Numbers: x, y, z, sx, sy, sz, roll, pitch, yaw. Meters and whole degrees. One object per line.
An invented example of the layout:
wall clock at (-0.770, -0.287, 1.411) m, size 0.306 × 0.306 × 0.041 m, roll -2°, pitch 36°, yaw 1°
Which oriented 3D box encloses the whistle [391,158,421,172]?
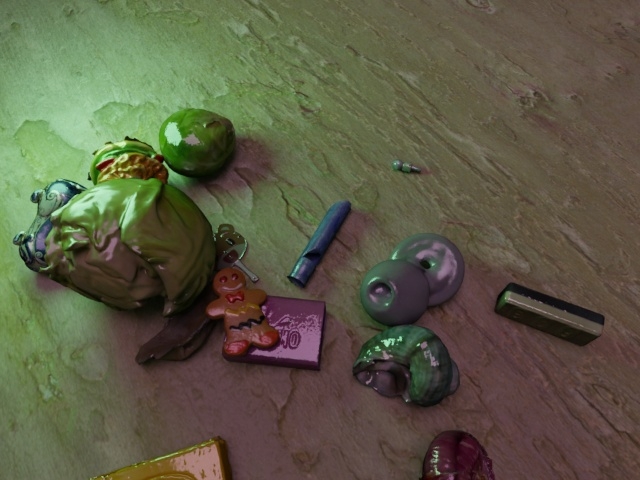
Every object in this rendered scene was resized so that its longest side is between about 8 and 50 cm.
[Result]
whistle at (0.278, -0.240, 1.523) m, size 0.100 × 0.035 × 0.035 m, roll 16°, pitch 64°, yaw 9°

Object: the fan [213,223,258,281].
fan at (-0.266, 0.050, 1.410) m, size 0.227 × 0.008 × 0.152 m, roll 38°, pitch 69°, yaw 21°

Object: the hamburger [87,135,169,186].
hamburger at (-0.569, -0.186, 1.423) m, size 0.237 × 0.237 × 0.149 m, roll -31°, pitch 56°, yaw -13°

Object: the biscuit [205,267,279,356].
biscuit at (-0.213, 0.175, 1.218) m, size 0.166 × 0.036 × 0.249 m, roll -14°, pitch 60°, yaw -20°

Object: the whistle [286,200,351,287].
whistle at (0.000, 0.000, 1.394) m, size 0.062 × 0.062 × 0.304 m, roll 25°, pitch 66°, yaw 15°

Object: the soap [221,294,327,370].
soap at (-0.117, 0.243, 1.259) m, size 0.260 × 0.081 × 0.181 m, roll 6°, pitch 62°, yaw 6°

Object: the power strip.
power strip at (0.603, 0.197, 1.235) m, size 0.257 × 0.105 × 0.070 m, roll 19°, pitch 67°, yaw 13°

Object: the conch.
conch at (0.231, 0.316, 1.161) m, size 0.278 × 0.220 × 0.195 m, roll 17°, pitch 24°, yaw -13°

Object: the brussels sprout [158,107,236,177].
brussels sprout at (-0.393, -0.315, 1.505) m, size 0.245 × 0.244 × 0.243 m, roll -1°, pitch 62°, yaw 2°

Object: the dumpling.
dumpling at (-0.340, 0.234, 1.273) m, size 0.166 × 0.086 × 0.332 m, roll 18°, pitch 60°, yaw 48°

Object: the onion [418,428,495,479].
onion at (0.289, 0.539, 1.037) m, size 0.164 × 0.230 × 0.229 m, roll -12°, pitch 55°, yaw 38°

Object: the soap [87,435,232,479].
soap at (-0.364, 0.598, 1.074) m, size 0.325 × 0.096 × 0.204 m, roll -17°, pitch 63°, yaw -6°

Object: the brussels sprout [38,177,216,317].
brussels sprout at (-0.486, -0.006, 1.263) m, size 0.426 × 0.342 × 0.360 m, roll 12°, pitch 51°, yaw 8°

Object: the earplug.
earplug at (0.244, 0.102, 1.265) m, size 0.326 × 0.175 × 0.214 m, roll -34°, pitch 61°, yaw -27°

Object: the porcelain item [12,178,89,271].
porcelain item at (-0.765, -0.034, 1.387) m, size 0.187 × 0.138 × 0.287 m, roll 22°, pitch 83°, yaw 2°
